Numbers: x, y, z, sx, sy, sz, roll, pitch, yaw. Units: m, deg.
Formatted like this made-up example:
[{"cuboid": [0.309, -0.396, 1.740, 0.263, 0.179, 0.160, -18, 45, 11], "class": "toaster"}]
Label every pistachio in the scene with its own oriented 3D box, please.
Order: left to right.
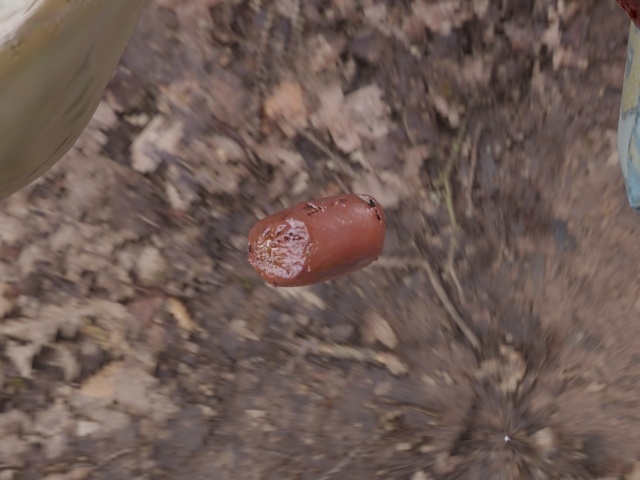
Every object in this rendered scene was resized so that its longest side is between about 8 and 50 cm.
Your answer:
[{"cuboid": [-0.265, -0.196, 1.396, 0.365, 0.445, 0.281, -24, 121, 17], "class": "pistachio"}]

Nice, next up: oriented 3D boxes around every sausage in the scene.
[{"cuboid": [0.000, 0.000, 1.672, 0.076, 0.141, 0.076, 12, 108, 40], "class": "sausage"}]

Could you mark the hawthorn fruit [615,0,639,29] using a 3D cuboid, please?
[{"cuboid": [0.280, -0.244, 1.206, 0.210, 0.230, 0.266, 30, 81, -13], "class": "hawthorn fruit"}]

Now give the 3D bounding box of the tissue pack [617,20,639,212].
[{"cuboid": [0.312, -0.192, 1.549, 0.128, 0.228, 0.311, 6, 110, 3], "class": "tissue pack"}]
